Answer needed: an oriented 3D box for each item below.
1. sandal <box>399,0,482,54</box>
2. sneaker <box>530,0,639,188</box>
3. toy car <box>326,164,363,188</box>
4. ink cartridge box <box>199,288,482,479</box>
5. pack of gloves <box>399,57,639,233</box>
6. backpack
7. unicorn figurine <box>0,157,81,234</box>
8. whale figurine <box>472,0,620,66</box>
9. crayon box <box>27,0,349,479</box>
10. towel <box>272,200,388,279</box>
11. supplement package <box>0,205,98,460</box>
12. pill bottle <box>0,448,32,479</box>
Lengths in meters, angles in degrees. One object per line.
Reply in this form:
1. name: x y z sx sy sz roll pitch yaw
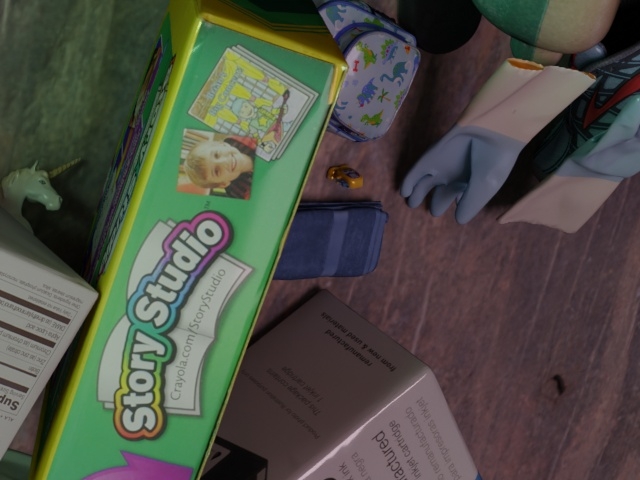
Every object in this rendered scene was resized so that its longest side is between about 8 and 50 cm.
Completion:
1. sandal: 0.103 -0.265 1.415 0.097 0.054 0.254 -27 127 -24
2. sneaker: 0.250 -0.151 1.536 0.125 0.104 0.262 25 127 -23
3. toy car: -0.006 -0.073 1.443 0.122 0.040 0.060 4 110 -38
4. ink cartridge box: -0.056 0.283 1.508 0.395 0.166 0.285 -38 130 -15
5. pack of gloves: 0.187 -0.057 1.491 0.195 0.046 0.232 9 149 -21
6. backpack: 0.015 -0.138 1.396 0.114 0.084 0.105 22 96 -39
7. unicorn figurine: -0.226 0.016 1.293 0.162 0.111 0.060 -42 143 7
8. whale figurine: 0.180 -0.244 1.410 0.272 0.141 0.216 -51 160 -78
9. crayon box: -0.098 0.006 1.227 0.106 0.313 0.363 17 104 -10
10. towel: 0.000 0.000 1.495 0.119 0.029 0.067 -3 114 -37
11. supplement package: -0.304 0.008 1.108 0.204 0.262 0.145 27 94 -42
12. pill bottle: -0.256 0.288 1.268 0.153 0.153 0.265 13 99 -41
